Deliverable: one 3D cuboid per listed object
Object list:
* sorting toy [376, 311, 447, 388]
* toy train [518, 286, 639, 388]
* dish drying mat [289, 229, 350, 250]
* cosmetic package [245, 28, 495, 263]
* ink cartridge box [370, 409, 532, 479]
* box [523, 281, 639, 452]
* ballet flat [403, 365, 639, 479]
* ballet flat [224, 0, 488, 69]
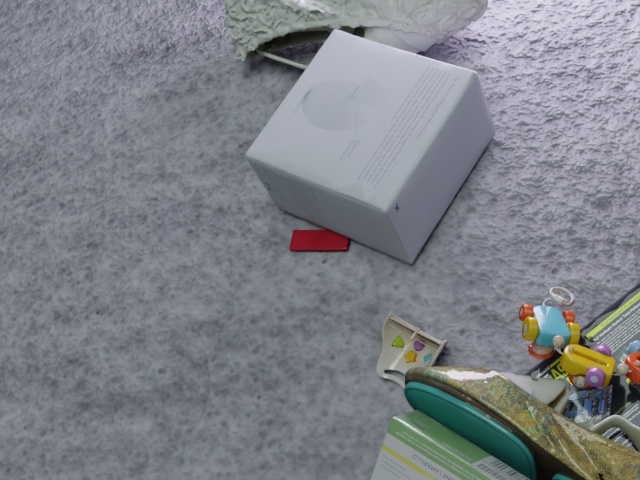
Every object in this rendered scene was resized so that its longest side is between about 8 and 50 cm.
[{"bbox_3d":[0.105,0.140,1.387,0.083,0.045,0.075,27,81,31],"label":"sorting toy"},{"bbox_3d":[0.284,0.116,1.208,0.125,0.046,0.166,-16,41,-42],"label":"toy train"},{"bbox_3d":[0.000,0.000,1.529,0.083,0.008,0.032,0,60,23],"label":"dish drying mat"},{"bbox_3d":[0.069,-0.125,1.493,0.224,0.138,0.224,23,70,33],"label":"cosmetic package"},{"bbox_3d":[0.118,0.317,1.188,0.171,0.056,0.235,28,110,32],"label":"ink cartridge box"},{"bbox_3d":[0.380,0.155,1.229,0.270,0.060,0.216,-39,62,1],"label":"box"},{"bbox_3d":[0.248,0.205,1.168,0.348,0.123,0.123,31,76,29],"label":"ballet flat"},{"bbox_3d":[0.047,-0.299,1.633,0.408,0.147,0.147,5,63,28],"label":"ballet flat"}]
